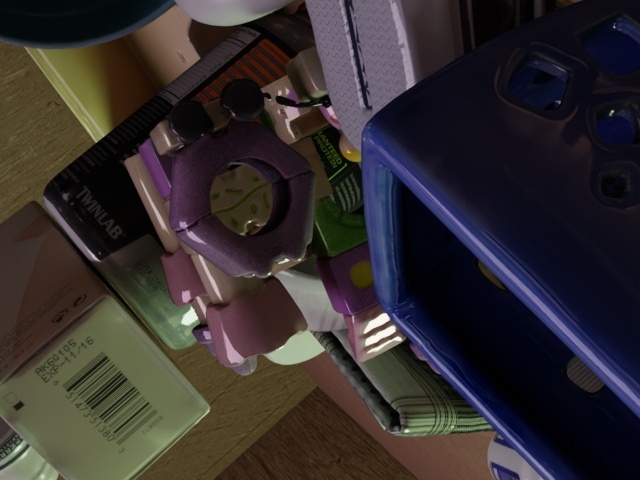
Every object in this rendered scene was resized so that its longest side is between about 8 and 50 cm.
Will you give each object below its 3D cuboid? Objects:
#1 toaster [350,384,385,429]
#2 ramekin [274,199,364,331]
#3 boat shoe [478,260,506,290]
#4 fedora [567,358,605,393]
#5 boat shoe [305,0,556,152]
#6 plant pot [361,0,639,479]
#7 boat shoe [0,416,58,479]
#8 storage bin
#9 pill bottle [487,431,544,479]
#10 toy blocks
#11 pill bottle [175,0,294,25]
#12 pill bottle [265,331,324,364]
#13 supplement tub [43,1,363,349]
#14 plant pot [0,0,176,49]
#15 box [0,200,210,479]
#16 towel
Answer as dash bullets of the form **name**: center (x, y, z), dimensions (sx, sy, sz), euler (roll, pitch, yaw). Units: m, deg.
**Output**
- **toaster**: center (0.103, 0.229, 1.834), dimensions (0.185, 0.110, 0.168), euler (52, 176, 30)
- **ramekin**: center (0.000, 0.000, 1.109), dimensions (0.207, 0.207, 0.109), euler (44, 145, 28)
- **boat shoe**: center (0.150, 0.077, 1.150), dimensions (0.302, 0.103, 0.113), euler (45, 172, 28)
- **fedora**: center (0.222, 0.106, 0.896), dimensions (0.243, 0.124, 0.275), euler (47, 170, 6)
- **boat shoe**: center (0.045, -0.204, 0.490), dimensions (0.121, 0.119, 0.335), euler (28, 133, 48)
- **plant pot**: center (0.173, 0.007, 0.485), dimensions (0.236, 0.212, 0.236), euler (45, 169, 18)
- **boat shoe**: center (-0.317, 0.163, 1.016), dimensions (0.267, 0.096, 0.088), euler (21, 150, 54)
- **storage bin**: center (-0.171, -0.196, 1.182), dimensions (0.262, 0.123, 0.260), euler (11, 149, 33)
- **pill bottle**: center (0.287, 0.278, 1.293), dimensions (0.112, 0.112, 0.187), euler (50, 170, -5)
- **toy blocks**: center (0.044, 0.002, 0.720), dimensions (0.260, 0.289, 0.309), euler (66, 165, -5)
- **pill bottle**: center (-0.083, -0.290, 0.561), dimensions (0.323, 0.181, 0.181), euler (54, 169, -26)
- **pill bottle**: center (-0.112, -0.021, 1.568), dimensions (0.392, 0.224, 0.224), euler (43, 169, 28)
- **supplement tub**: center (-0.071, -0.069, 0.945), dimensions (0.193, 0.316, 0.193), euler (48, 170, 11)
- **plant pot**: center (-0.240, -0.342, 0.888), dimensions (0.271, 0.272, 0.255), euler (59, -179, -44)
- **box**: center (-0.229, 0.084, 0.930), dimensions (0.148, 0.121, 0.311), euler (54, 170, -29)
- **towel**: center (0.095, 0.101, 1.239), dimensions (0.312, 0.056, 0.324), euler (9, -149, -49)
